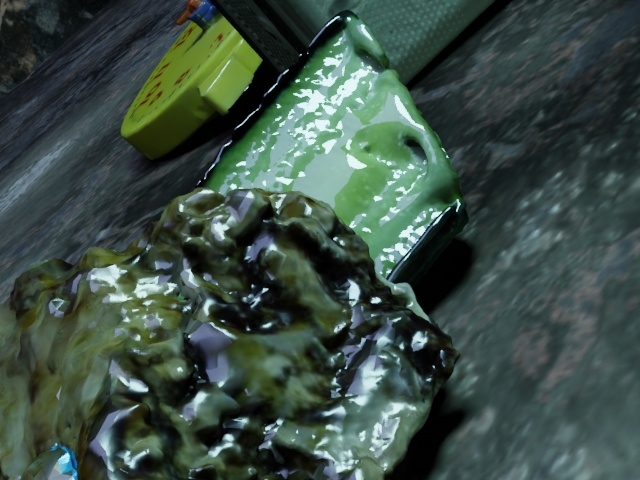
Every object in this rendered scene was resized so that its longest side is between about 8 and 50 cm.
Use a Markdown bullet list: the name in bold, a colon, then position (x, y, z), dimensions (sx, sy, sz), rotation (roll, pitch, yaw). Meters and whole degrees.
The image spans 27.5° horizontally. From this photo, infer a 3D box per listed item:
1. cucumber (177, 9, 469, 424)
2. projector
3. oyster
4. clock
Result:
- **cucumber**: position (0.000, 0.000, 0.601), dimensions (0.115, 0.086, 0.193), rotation (32, 69, 23)
- **projector**: position (0.047, -0.222, 0.912), dimensions (0.242, 0.163, 0.177), rotation (-44, 20, -9)
- **oyster**: position (-0.064, 0.061, 0.484), dimensions (0.223, 0.083, 0.214), rotation (-7, 44, 25)
- **clock**: position (-0.089, -0.199, 1.189), dimensions (0.277, 0.071, 0.293), rotation (-57, 17, -23)
